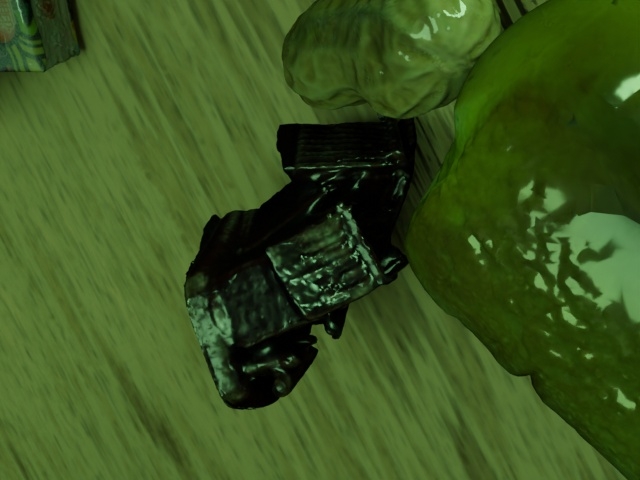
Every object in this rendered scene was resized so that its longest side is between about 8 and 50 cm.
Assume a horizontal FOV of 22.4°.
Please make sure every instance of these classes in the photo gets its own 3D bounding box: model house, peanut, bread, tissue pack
[{"bbox_3d":[0.004,0.010,1.073,0.164,0.203,0.141,-26,117,23],"label":"model house"},{"bbox_3d":[0.043,-0.125,1.042,0.194,0.083,0.093,-8,102,56],"label":"peanut"},{"bbox_3d":[0.225,0.027,0.950,0.376,0.208,0.251,45,121,12],"label":"bread"},{"bbox_3d":[-0.262,-0.186,1.227,0.148,0.060,0.108,3,116,30],"label":"tissue pack"}]
